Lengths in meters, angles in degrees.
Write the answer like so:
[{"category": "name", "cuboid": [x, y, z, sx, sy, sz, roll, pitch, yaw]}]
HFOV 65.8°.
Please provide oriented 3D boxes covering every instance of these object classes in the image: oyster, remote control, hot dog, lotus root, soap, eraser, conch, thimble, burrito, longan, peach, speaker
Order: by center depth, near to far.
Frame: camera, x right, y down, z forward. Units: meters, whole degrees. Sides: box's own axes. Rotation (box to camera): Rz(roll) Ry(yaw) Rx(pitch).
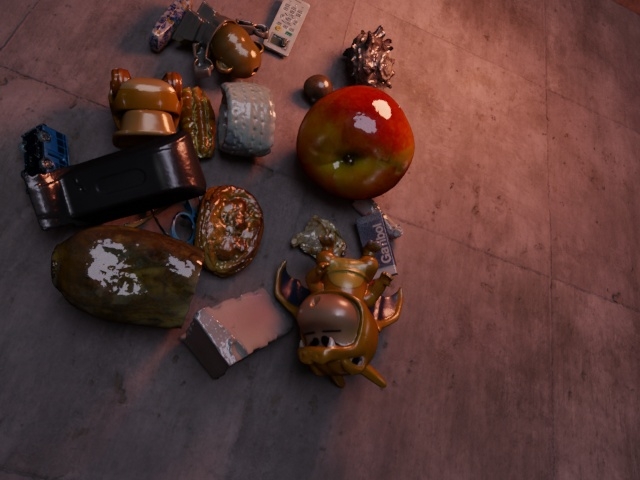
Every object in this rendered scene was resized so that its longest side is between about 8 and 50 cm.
[{"category": "lotus root", "cuboid": [-0.474, 0.085, 1.229, 0.345, 0.250, 0.251, 11, 63, -16]}, {"category": "speaker", "cuboid": [-0.514, -0.149, 1.277, 0.387, 0.184, 0.180, -16, 98, 4]}, {"category": "soap", "cuboid": [-0.186, 0.210, 1.280, 0.302, 0.258, 0.159, -32, 80, -31]}, {"category": "hot dog", "cuboid": [-0.271, -0.035, 1.439, 0.195, 0.122, 0.273, 20, 59, -24]}, {"category": "oyster", "cuboid": [0.000, 0.000, 1.554, 0.190, 0.081, 0.164, -19, 79, -24]}, {"category": "thimble", "cuboid": [-0.232, -0.387, 1.564, 0.171, 0.205, 0.251, 2, 68, -21]}, {"category": "hot dog", "cuboid": [-0.392, -0.377, 1.580, 0.115, 0.072, 0.269, -4, 67, -31]}, {"category": "peach", "cuboid": [0.119, -0.320, 1.597, 0.387, 0.388, 0.389, 8, 64, -18]}, {"category": "eraser", "cuboid": [0.183, 0.019, 1.606, 0.091, 0.046, 0.213, -17, 73, 15]}, {"category": "burrito", "cuboid": [0.196, -0.081, 1.678, 0.203, 0.064, 0.064, 42, 59, 4]}, {"category": "longan", "cuboid": [-0.009, -0.547, 1.791, 0.113, 0.092, 0.114, 4, 78, -21]}, {"category": "remote control", "cuboid": [-0.129, -0.825, 1.898, 0.103, 0.051, 0.294, 23, 64, -9]}, {"category": "conch", "cuboid": [0.207, -0.689, 1.902, 0.240, 0.186, 0.313, 44, 35, -29]}]

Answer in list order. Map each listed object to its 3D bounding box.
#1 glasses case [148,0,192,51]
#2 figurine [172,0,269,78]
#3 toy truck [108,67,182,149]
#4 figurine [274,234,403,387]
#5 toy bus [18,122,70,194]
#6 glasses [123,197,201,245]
[{"category": "glasses case", "cuboid": [-0.509, -0.744, 1.691, 0.065, 0.087, 0.248, 24, 58, -4]}, {"category": "figurine", "cuboid": [-0.325, -0.667, 1.682, 0.284, 0.167, 0.343, 37, 79, 7]}, {"category": "toy truck", "cuboid": [-0.503, -0.377, 1.432, 0.204, 0.288, 0.212, -2, 92, -23]}, {"category": "figurine", "cuboid": [0.084, 0.196, 1.388, 0.400, 0.268, 0.388, 16, 60, -17]}, {"category": "toy bus", "cuboid": [-0.740, -0.209, 1.340, 0.089, 0.106, 0.185, -21, 71, 16]}, {"category": "glasses", "cuboid": [-0.440, -0.081, 1.393, 0.206, 0.102, 0.239, 8, 46, -10]}]
